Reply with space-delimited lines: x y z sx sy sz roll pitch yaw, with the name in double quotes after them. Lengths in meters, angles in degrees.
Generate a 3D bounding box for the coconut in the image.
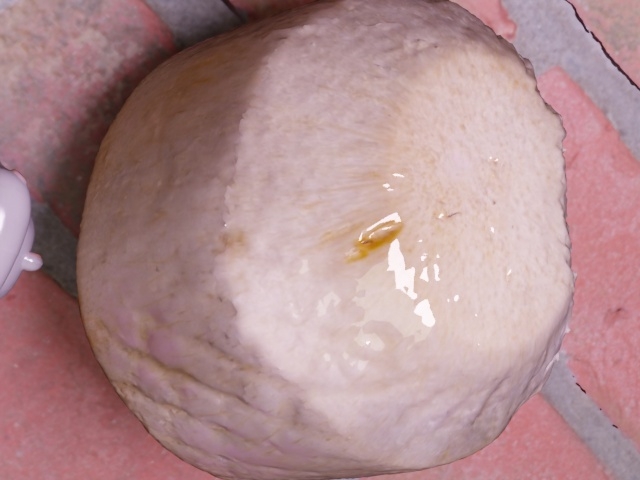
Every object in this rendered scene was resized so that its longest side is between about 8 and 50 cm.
0.000 0.000 1.071 0.345 0.415 0.415 17 106 -32 "coconut"

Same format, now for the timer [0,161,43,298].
-0.353 -0.039 1.012 0.315 0.291 0.290 25 104 -45 "timer"
